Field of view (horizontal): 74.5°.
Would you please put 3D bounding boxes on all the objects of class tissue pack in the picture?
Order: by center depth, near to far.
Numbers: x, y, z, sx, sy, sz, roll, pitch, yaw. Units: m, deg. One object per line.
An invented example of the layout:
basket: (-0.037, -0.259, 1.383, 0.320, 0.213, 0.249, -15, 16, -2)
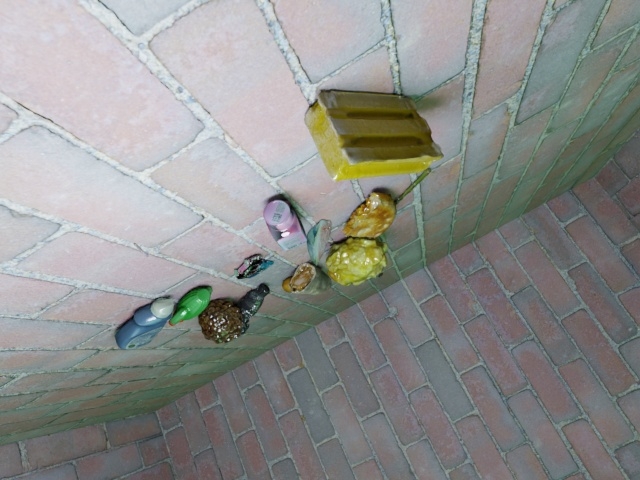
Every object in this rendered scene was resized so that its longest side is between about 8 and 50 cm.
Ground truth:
tissue pack: (-0.258, 0.121, 1.680, 0.138, 0.027, 0.085, -30, 161, 17)

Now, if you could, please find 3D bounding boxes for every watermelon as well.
watermelon: (-0.009, 0.002, 1.603, 0.094, 0.081, 0.180, 13, 104, -33)

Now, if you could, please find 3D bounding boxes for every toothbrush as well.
toothbrush: (-0.496, 0.028, 1.166, 0.006, 0.008, 0.097, -37, 162, -14)

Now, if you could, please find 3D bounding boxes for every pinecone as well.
pinecone: (-0.431, 0.348, 1.797, 0.179, 0.184, 0.204, 4, 156, -25)

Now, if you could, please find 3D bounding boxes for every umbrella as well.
umbrella: (-0.346, 0.316, 1.940, 0.128, 0.154, 0.336, 32, 103, -32)

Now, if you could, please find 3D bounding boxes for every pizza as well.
pizza: (0.186, -0.089, 1.631, 0.226, 0.086, 0.335, -23, 159, 1)

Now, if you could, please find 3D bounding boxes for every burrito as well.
burrito: (-0.042, 0.186, 1.953, 0.143, 0.105, 0.299, -66, 158, -1)

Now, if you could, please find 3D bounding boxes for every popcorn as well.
popcorn: (0.162, 0.083, 1.839, 0.252, 0.215, 0.286, -11, 170, -43)

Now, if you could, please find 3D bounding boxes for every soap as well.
soap: (0.131, -0.247, 1.000, 0.315, 0.199, 0.091, -13, 160, -36)

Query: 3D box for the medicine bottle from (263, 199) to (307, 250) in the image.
medicine bottle: (-0.111, -0.053, 1.285, 0.095, 0.119, 0.188, -24, 161, 1)

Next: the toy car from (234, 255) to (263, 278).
toy car: (-0.267, 0.105, 1.583, 0.069, 0.055, 0.142, -11, 156, -46)

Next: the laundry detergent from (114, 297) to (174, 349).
laundry detergent: (-0.639, 0.298, 1.555, 0.143, 0.094, 0.290, 2, 142, -50)

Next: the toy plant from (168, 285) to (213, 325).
toy plant: (-0.504, 0.259, 1.596, 0.240, 0.088, 0.154, -39, -173, 12)

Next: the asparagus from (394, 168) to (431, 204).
asparagus: (0.346, -0.198, 1.651, 0.025, 0.024, 0.248, 29, 136, -14)

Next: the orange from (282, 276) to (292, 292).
orange: (-0.138, 0.208, 1.975, 0.085, 0.085, 0.085, -24, 160, -9)
